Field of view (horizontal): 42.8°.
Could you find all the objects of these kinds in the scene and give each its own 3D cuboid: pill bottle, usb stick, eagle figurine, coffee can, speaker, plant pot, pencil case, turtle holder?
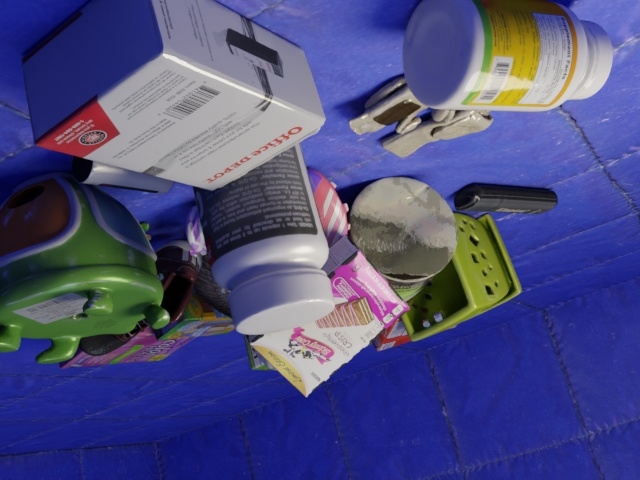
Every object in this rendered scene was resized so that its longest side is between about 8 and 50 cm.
[{"bbox_3d":[-0.082,-0.026,1.111,0.161,0.283,0.161,-13,161,-5],"label":"pill bottle"},{"bbox_3d":[0.236,-0.227,1.002,0.246,0.136,0.136,-4,159,-30],"label":"pill bottle"},{"bbox_3d":[0.388,-0.083,1.693,0.278,0.045,0.077,0,156,-39],"label":"usb stick"},{"bbox_3d":[-0.104,0.101,1.525,0.226,0.225,0.298,-29,152,23],"label":"eagle figurine"},{"bbox_3d":[0.121,0.026,1.557,0.201,0.201,0.275,-10,161,-15],"label":"coffee can"},{"bbox_3d":[-0.270,-0.098,1.122,0.055,0.055,0.136,-29,157,37],"label":"speaker"},{"bbox_3d":[0.298,0.073,1.812,0.207,0.227,0.228,-8,161,-39],"label":"plant pot"},{"bbox_3d":[-0.123,-0.013,1.337,0.206,0.088,0.086,2,174,20],"label":"pencil case"},{"bbox_3d":[-0.337,0.035,1.187,0.243,0.227,0.320,-29,158,34],"label":"turtle holder"}]

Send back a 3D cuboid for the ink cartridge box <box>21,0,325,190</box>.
[{"bbox_3d":[-0.156,-0.165,0.916,0.197,0.114,0.273,-26,158,29],"label":"ink cartridge box"}]

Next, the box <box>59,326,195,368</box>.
[{"bbox_3d":[-0.407,0.179,1.730,0.243,0.117,0.213,1,156,-40],"label":"box"}]

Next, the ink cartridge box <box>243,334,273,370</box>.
[{"bbox_3d":[-0.057,0.166,1.854,0.255,0.189,0.097,-29,156,32],"label":"ink cartridge box"}]

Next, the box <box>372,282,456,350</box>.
[{"bbox_3d":[0.226,0.156,1.961,0.257,0.122,0.128,-12,144,-32],"label":"box"}]

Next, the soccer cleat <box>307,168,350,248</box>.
[{"bbox_3d":[0.000,0.000,1.379,0.095,0.248,0.083,-35,-143,-30],"label":"soccer cleat"}]

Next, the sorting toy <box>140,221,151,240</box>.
[{"bbox_3d":[-0.321,-0.011,1.404,0.083,0.012,0.062,-18,157,20],"label":"sorting toy"}]

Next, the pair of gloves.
[{"bbox_3d":[0.166,-0.188,1.218,0.204,0.042,0.240,-22,161,21],"label":"pair of gloves"}]

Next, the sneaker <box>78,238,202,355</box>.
[{"bbox_3d":[-0.319,0.122,1.397,0.281,0.162,0.106,-43,114,9],"label":"sneaker"}]

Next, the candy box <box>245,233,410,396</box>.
[{"bbox_3d":[0.009,0.126,1.352,0.233,0.071,0.159,-41,120,3],"label":"candy box"}]

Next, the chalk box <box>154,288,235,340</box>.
[{"bbox_3d":[-0.262,0.117,1.638,0.213,0.132,0.132,-1,158,-39],"label":"chalk box"}]
